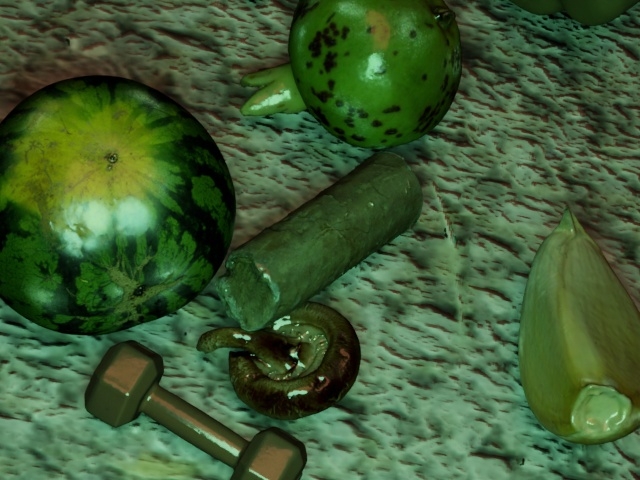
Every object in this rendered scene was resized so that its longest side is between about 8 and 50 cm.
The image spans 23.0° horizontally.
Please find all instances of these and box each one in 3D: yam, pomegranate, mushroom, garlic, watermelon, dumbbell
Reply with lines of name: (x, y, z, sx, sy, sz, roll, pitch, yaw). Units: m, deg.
yam: (0.000, 0.000, 1.647, 0.093, 0.093, 0.259, 45, 49, 12)
pomegranate: (0.037, -0.196, 1.737, 0.263, 0.211, 0.211, -20, 63, 27)
mushroom: (-0.045, 0.122, 1.627, 0.171, 0.080, 0.135, 12, 50, 3)
garlic: (0.275, 0.101, 1.639, 0.145, 0.164, 0.245, -10, 61, 5)
watermelon: (-0.222, -0.034, 1.578, 0.269, 0.269, 0.269, 3, 65, -7)
dumbbell: (-0.124, 0.188, 1.580, 0.231, 0.092, 0.082, 30, 94, 5)

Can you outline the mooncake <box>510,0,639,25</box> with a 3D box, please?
mooncake: (0.263, -0.426, 1.772, 0.378, 0.378, 0.201, 38, 71, 9)
